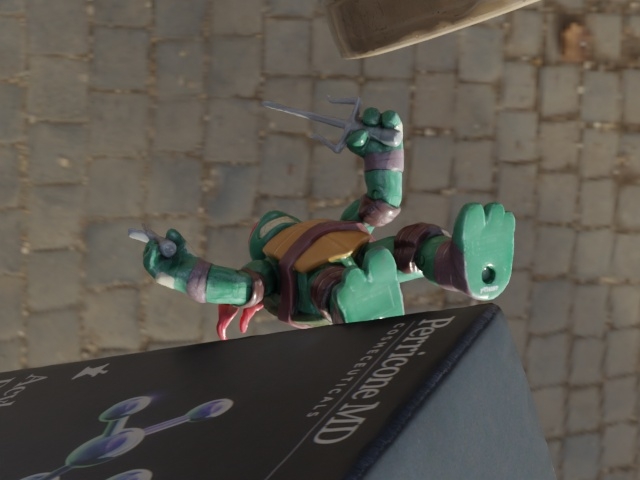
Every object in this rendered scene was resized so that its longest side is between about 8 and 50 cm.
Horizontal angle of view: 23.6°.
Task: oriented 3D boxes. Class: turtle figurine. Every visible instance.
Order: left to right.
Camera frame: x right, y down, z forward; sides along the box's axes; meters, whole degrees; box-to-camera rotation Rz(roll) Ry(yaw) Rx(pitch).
[{"bbox_3d":[0.000,0.000,0.902,0.175,0.234,0.118,-42,120,-18],"label":"turtle figurine"}]

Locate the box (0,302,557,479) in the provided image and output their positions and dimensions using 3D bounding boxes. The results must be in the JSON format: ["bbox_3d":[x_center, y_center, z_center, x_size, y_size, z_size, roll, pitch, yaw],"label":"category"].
[{"bbox_3d":[-0.111,0.201,0.712,0.293,0.395,0.212,-40,117,-58],"label":"box"}]

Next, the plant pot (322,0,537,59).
[{"bbox_3d":[0.100,-0.179,0.732,0.237,0.237,0.109,-27,100,-26],"label":"plant pot"}]
